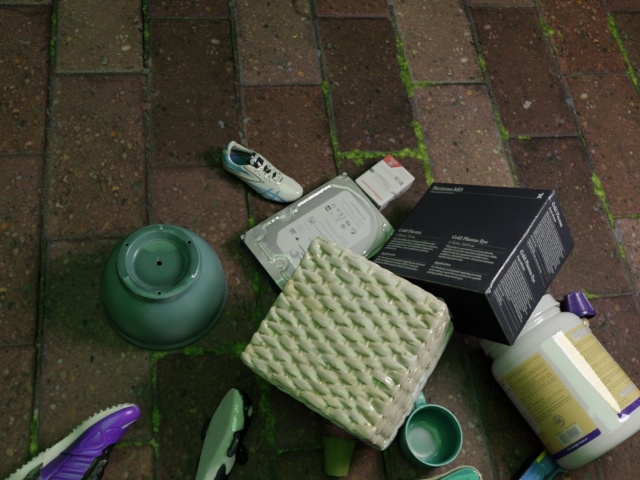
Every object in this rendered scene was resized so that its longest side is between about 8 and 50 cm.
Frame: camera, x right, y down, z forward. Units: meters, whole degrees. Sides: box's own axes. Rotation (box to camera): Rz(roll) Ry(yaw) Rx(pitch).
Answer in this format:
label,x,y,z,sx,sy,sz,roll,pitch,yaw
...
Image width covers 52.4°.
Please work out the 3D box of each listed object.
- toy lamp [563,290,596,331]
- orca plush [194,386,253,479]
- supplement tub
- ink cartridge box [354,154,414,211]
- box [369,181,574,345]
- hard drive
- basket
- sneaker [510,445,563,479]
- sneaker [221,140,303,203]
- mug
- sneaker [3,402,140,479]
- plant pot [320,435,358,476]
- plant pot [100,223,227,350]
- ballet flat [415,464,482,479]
label,x,y,z,sx,sy,sz,roll,pitch,yaw
toy lamp,0.663,0.262,1.606,0.080,0.080,0.274,-3,68,-10
orca plush,-0.187,0.462,1.365,0.102,0.151,0.287,28,56,-31
supplement tub,0.541,0.313,1.463,0.241,0.241,0.331,-26,67,-19
ink cartridge box,0.166,-0.149,1.727,0.135,0.056,0.099,-38,75,-23
box,0.344,0.038,1.502,0.343,0.179,0.312,11,53,48
hard drive,0.000,0.000,1.630,0.339,0.064,0.237,-33,74,-20
basket,0.066,0.218,1.358,0.331,0.266,0.328,29,81,17
sneaker,0.460,0.554,1.440,0.209,0.069,0.082,-36,79,-22
sneaker,-0.152,-0.174,1.674,0.237,0.086,0.085,30,63,4
mug,0.241,0.427,1.448,0.130,0.097,0.157,17,63,0
sneaker,-0.477,0.460,1.326,0.293,0.102,0.146,-35,79,-17
plant pot,0.036,0.470,1.413,0.083,0.083,0.079,8,77,-5
plant pot,-0.357,0.081,1.461,0.293,0.196,0.293,3,65,-7
ballet flat,0.228,0.551,1.397,0.249,0.086,0.086,-14,68,-3
